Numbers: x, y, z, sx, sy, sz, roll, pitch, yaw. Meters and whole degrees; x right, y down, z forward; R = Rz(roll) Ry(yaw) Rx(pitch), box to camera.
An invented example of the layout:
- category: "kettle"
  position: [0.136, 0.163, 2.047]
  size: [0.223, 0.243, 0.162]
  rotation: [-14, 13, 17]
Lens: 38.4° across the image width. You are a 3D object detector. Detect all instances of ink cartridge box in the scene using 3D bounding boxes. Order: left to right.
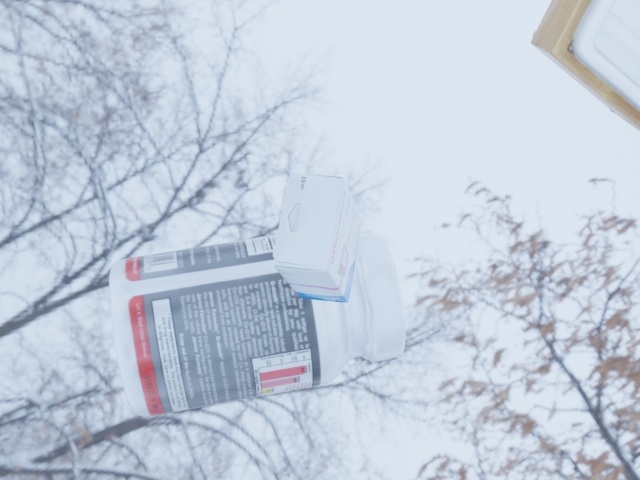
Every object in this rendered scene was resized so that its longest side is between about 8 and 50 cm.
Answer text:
- category: "ink cartridge box"
  position: [0.000, 0.000, 0.843]
  size: [0.052, 0.122, 0.089]
  rotation: [6, -105, 14]

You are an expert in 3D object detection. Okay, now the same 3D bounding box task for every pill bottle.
- category: "pill bottle"
  position: [-0.083, 0.102, 1.221]
  size: [0.210, 0.362, 0.210]
  rotation: [171, -90, -83]

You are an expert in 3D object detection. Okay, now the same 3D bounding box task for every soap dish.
- category: "soap dish"
  position: [0.399, -0.294, 1.114]
  size: [0.118, 0.229, 0.291]
  rotation: [23, -95, 60]
